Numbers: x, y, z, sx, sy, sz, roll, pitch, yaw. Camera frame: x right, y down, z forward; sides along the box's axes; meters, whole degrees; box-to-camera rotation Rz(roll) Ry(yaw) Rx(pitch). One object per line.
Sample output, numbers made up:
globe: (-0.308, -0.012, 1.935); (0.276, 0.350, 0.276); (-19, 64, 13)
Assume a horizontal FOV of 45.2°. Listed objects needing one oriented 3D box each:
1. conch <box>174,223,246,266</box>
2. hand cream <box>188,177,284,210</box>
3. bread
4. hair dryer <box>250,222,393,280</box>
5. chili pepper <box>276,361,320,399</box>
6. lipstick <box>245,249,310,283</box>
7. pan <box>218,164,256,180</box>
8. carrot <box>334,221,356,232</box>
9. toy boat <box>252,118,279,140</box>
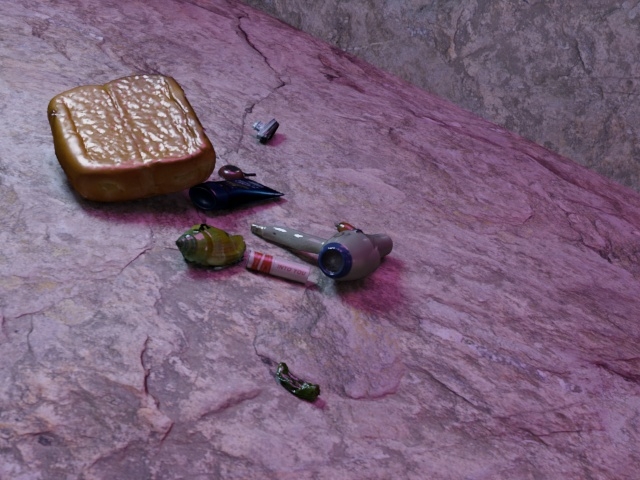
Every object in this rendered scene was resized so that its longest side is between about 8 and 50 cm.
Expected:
conch: (-0.225, 0.013, 1.566); (0.201, 0.079, 0.094); (6, 46, -43)
hand cream: (-0.204, -0.116, 1.864); (0.120, 0.061, 0.271); (24, 18, 24)
bread: (-0.432, -0.220, 1.736); (0.328, 0.148, 0.337); (-18, 53, -23)
hair dryer: (0.039, 0.006, 1.746); (0.296, 0.118, 0.298); (0, 18, -46)
chili pepper: (-0.039, 0.239, 1.288); (0.091, 0.034, 0.030); (29, -6, 23)
lipstick: (-0.089, 0.055, 1.602); (0.131, 0.038, 0.038); (15, 26, -7)
pan: (-0.212, -0.179, 2.004); (0.115, 0.023, 0.068); (-8, 35, -43)
carrot: (0.095, -0.007, 1.862); (0.142, 0.035, 0.035); (29, 26, 6)
toy boat: (-0.168, -0.336, 2.304); (0.066, 0.059, 0.140); (31, 27, -2)
